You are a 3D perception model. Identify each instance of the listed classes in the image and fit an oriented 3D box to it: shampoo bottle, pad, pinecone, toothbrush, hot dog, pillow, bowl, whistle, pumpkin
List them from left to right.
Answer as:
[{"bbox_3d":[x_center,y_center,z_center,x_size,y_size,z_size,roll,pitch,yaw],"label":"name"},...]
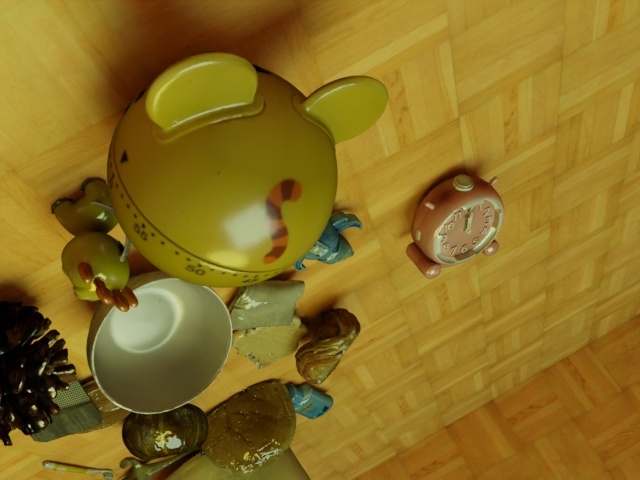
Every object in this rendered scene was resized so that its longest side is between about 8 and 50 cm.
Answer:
[{"bbox_3d":[-0.582,0.242,1.417,0.296,0.242,0.298,-10,139,-28],"label":"pinecone"},{"bbox_3d":[-0.646,0.620,2.166,0.021,0.024,0.288,-33,151,9],"label":"toothbrush"},{"bbox_3d":[-0.513,0.365,1.768,0.323,0.055,0.250,-3,139,8],"label":"pad"},{"bbox_3d":[-0.331,0.183,1.594,0.287,0.144,0.287,-12,113,-28],"label":"bowl"},{"bbox_3d":[-0.399,0.466,2.037,0.219,0.162,0.219,-7,166,-2],"label":"pumpkin"},{"bbox_3d":[-0.132,0.144,1.849,0.181,0.078,0.134,-3,138,-35],"label":"pillow"},{"bbox_3d":[-0.049,0.492,2.476,0.104,0.061,0.258,-36,150,7],"label":"shampoo bottle"},{"bbox_3d":[0.000,0.000,1.744,0.180,0.093,0.269,-36,156,11],"label":"whistle"},{"bbox_3d":[0.015,0.267,2.088,0.175,0.114,0.259,-49,171,-32],"label":"hot dog"}]

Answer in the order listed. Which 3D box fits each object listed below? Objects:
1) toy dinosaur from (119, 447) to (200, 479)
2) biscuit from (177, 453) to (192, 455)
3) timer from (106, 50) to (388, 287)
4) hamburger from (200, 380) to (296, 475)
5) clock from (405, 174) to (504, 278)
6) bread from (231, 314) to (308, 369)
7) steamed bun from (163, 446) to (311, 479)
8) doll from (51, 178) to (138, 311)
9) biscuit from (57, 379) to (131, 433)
[{"bbox_3d":[-0.501,0.666,2.342,0.251,0.072,0.200,-45,155,11],"label":"toy dinosaur"},{"bbox_3d":[-0.389,0.617,2.405,0.092,0.016,0.082,-33,147,6],"label":"biscuit"},{"bbox_3d":[-0.121,-0.124,1.169,0.376,0.376,0.387,-4,147,-39],"label":"timer"},{"bbox_3d":[-0.200,0.550,2.280,0.309,0.211,0.132,-29,156,-6],"label":"hamburger"},{"bbox_3d":[0.315,-0.059,1.897,0.227,0.142,0.241,-21,140,-18],"label":"clock"},{"bbox_3d":[-0.124,0.248,2.052,0.182,0.039,0.251,-32,151,1],"label":"bread"},{"bbox_3d":[-0.257,0.783,2.410,0.456,0.371,0.290,-31,154,-8],"label":"steamed bun"},{"bbox_3d":[-0.357,0.019,1.306,0.135,0.221,0.143,-30,148,7],"label":"doll"},{"bbox_3d":[-0.517,0.379,1.885,0.181,0.049,0.208,0,136,-42],"label":"biscuit"}]
